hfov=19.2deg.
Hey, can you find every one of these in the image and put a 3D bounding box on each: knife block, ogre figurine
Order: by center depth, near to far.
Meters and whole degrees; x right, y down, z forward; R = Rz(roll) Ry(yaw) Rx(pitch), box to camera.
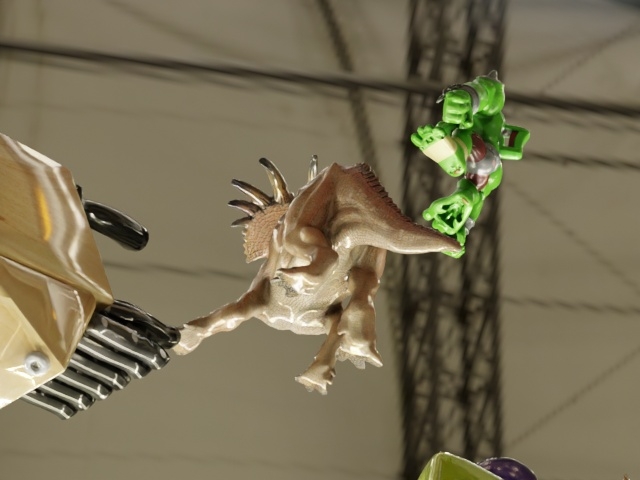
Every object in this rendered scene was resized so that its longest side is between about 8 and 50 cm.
[{"bbox_3d":[-0.193,-0.009,1.092,0.276,0.088,0.242,55,-163,-18],"label":"knife block"},{"bbox_3d":[0.155,-0.088,1.955,0.097,0.197,0.118,-1,-148,35],"label":"ogre figurine"}]

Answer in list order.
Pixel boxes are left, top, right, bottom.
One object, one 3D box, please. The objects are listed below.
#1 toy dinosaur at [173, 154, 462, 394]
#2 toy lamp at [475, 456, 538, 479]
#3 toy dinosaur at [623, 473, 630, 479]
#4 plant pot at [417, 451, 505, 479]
[{"bbox_3d":[0.000,0.000,1.467,0.127,0.295,0.200,33,-126,-17],"label":"toy dinosaur"},{"bbox_3d":[0.078,0.207,1.322,0.080,0.080,0.274,27,-168,21],"label":"toy lamp"},{"bbox_3d":[0.239,0.254,1.366,0.064,0.112,0.211,18,-154,-32],"label":"toy dinosaur"},{"bbox_3d":[0.097,0.277,0.912,0.207,0.227,0.228,24,-154,-3],"label":"plant pot"}]
